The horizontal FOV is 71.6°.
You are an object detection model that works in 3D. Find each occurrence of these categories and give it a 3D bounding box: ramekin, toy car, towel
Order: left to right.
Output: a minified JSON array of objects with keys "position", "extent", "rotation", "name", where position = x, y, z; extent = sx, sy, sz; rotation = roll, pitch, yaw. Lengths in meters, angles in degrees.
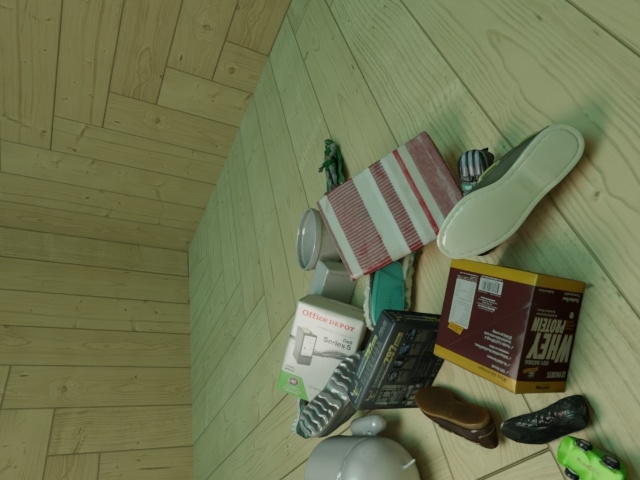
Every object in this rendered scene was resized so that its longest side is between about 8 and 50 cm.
[{"position":[0.000,0.000,1.469],"extent":[0.207,0.109,0.207],"rotation":[-175,90,-71],"name":"ramekin"},{"position":[0.167,-0.075,1.066],"extent":[0.329,0.037,0.237],"rotation":[-30,74,22],"name":"towel"},{"position":[0.444,0.354,0.615],"extent":[0.225,0.053,0.239],"rotation":[30,107,61],"name":"toy car"}]

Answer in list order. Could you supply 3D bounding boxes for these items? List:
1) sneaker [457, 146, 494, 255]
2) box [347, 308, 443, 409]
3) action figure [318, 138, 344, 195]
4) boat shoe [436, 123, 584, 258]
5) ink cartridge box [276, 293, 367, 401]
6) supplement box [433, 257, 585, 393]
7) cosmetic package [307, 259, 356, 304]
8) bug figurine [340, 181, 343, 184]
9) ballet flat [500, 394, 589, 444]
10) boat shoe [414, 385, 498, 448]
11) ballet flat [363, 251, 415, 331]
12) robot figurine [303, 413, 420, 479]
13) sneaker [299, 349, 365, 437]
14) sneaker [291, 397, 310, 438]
[{"position":[0.347,-0.082,0.931],"extent":[0.083,0.098,0.224],"rotation":[6,110,42],"name":"sneaker"},{"position":[0.182,0.270,0.991],"extent":[0.059,0.183,0.233],"rotation":[48,124,56],"name":"box"},{"position":[0.036,-0.267,1.569],"extent":[0.137,0.063,0.232],"rotation":[132,142,-50],"name":"action figure"},{"position":[0.340,-0.085,0.824],"extent":[0.305,0.109,0.091],"rotation":[-46,1,15],"name":"boat shoe"},{"position":[0.010,0.314,1.268],"extent":[0.115,0.198,0.273],"rotation":[-13,-63,-73],"name":"ink cartridge box"},{"position":[0.333,0.146,0.804],"extent":[0.191,0.129,0.194],"rotation":[13,93,62],"name":"supplement box"},{"position":[0.024,0.184,1.385],"extent":[0.085,0.117,0.231],"rotation":[42,119,58],"name":"cosmetic package"},{"position":[0.129,-0.083,1.320],"extent":[0.279,0.072,0.216],"rotation":[17,97,62],"name":"bug figurine"},{"position":[0.383,0.311,0.762],"extent":[0.173,0.057,0.049],"rotation":[-46,3,46],"name":"ballet flat"},{"position":[0.273,0.364,0.912],"extent":[0.073,0.073,0.207],"rotation":[61,161,-12],"name":"boat shoe"},{"position":[0.174,0.039,1.148],"extent":[0.147,0.147,0.409],"rotation":[5,85,62],"name":"ballet flat"},{"position":[0.094,0.565,1.042],"extent":[0.353,0.200,0.300],"rotation":[-34,42,55],"name":"robot figurine"},{"position":[0.067,0.399,1.163],"extent":[0.281,0.115,0.105],"rotation":[-39,53,-10],"name":"sneaker"},{"position":[-0.040,0.572,1.459],"extent":[0.076,0.065,0.166],"rotation":[18,101,45],"name":"sneaker"}]
